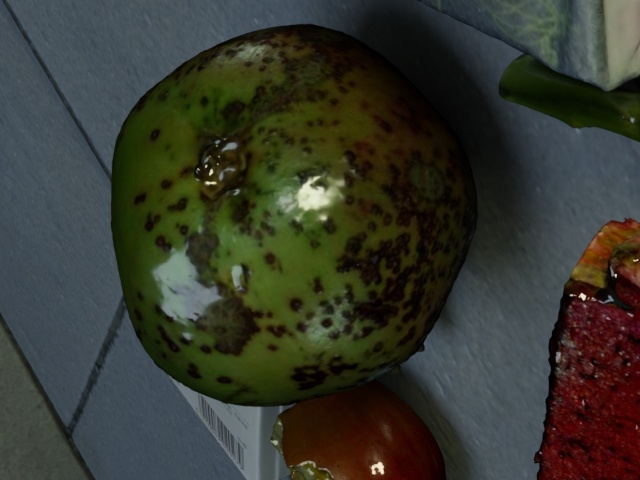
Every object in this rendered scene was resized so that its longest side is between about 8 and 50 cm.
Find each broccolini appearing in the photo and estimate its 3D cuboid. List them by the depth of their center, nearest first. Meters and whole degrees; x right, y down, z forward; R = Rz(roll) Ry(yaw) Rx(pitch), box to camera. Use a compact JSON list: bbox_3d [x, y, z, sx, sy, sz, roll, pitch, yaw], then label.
[{"bbox_3d":[0.220,-0.076,0.814,0.078,0.074,0.392,27,180,-35],"label":"broccolini"}]

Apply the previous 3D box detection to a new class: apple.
[{"bbox_3d":[0.036,0.202,1.395,0.158,0.147,0.156,66,-169,16],"label":"apple"}]

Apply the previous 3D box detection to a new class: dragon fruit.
[{"bbox_3d":[0.207,0.083,0.909,0.262,0.162,0.189,84,-177,-48],"label":"dragon fruit"}]

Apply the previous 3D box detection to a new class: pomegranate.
[{"bbox_3d":[0.000,0.000,1.155,0.285,0.285,0.340,47,-177,33],"label":"pomegranate"}]

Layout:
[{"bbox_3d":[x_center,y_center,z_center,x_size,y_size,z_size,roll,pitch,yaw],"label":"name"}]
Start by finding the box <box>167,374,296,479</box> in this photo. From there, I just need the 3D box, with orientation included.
[{"bbox_3d":[-0.094,0.104,1.595,0.260,0.111,0.194,51,154,30],"label":"box"}]

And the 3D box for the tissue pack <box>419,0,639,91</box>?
[{"bbox_3d":[0.057,-0.283,0.841,0.394,0.124,0.288,36,143,48],"label":"tissue pack"}]
